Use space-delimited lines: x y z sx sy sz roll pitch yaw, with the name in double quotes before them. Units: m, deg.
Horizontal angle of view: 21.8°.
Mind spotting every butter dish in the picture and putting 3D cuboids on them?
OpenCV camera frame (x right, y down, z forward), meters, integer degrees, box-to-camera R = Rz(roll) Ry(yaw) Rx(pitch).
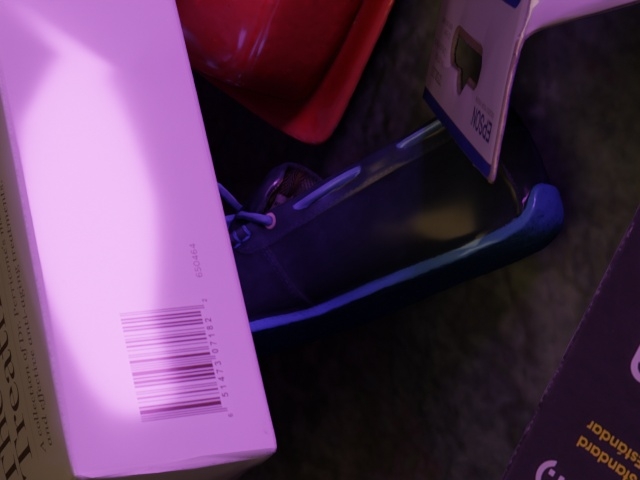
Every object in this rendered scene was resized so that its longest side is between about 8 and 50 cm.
"butter dish" -0.050 -0.146 0.844 0.160 0.118 0.160 37 116 27

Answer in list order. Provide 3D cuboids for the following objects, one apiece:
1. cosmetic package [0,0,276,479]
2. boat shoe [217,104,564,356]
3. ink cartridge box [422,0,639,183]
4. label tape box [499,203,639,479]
"cosmetic package" -0.150 -0.024 0.833 0.284 0.097 0.377 130 131 -58
"boat shoe" 0.000 0.000 0.855 0.258 0.109 0.089 -20 77 19
"ink cartridge box" 0.114 -0.217 0.685 0.069 0.176 0.371 10 105 -8
"label tape box" 0.205 0.135 0.708 0.240 0.106 0.334 35 115 27
